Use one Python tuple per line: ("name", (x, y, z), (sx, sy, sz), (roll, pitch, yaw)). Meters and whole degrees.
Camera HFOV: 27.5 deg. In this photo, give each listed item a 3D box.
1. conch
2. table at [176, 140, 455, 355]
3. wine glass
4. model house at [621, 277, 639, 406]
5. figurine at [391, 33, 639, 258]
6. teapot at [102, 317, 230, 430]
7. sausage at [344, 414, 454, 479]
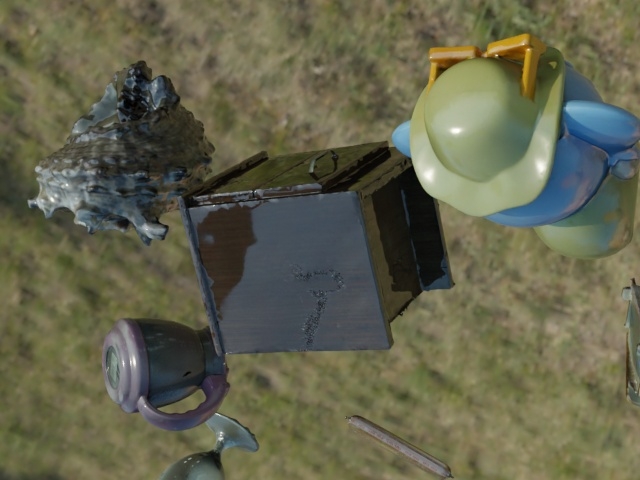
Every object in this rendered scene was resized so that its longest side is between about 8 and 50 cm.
("conch", (-0.249, -0.092, 1.629), (0.240, 0.313, 0.186), (-16, 130, 2))
("table", (0.000, 0.000, 1.277), (0.193, 0.169, 0.173), (-4, 107, 30))
("wine glass", (-0.183, 0.351, 1.846), (0.103, 0.222, 0.103), (26, 150, 16))
("model house", (0.592, 0.157, 1.865), (0.326, 0.169, 0.244), (0, 141, 9))
("figurine", (0.165, -0.068, 1.035), (0.180, 0.154, 0.262), (34, 177, 27))
("teapot", (-0.181, 0.153, 1.597), (0.146, 0.116, 0.148), (-4, -163, -27))
("sausage", (0.064, 0.168, 1.059), (0.100, 0.015, 0.015), (28, 151, 8))
